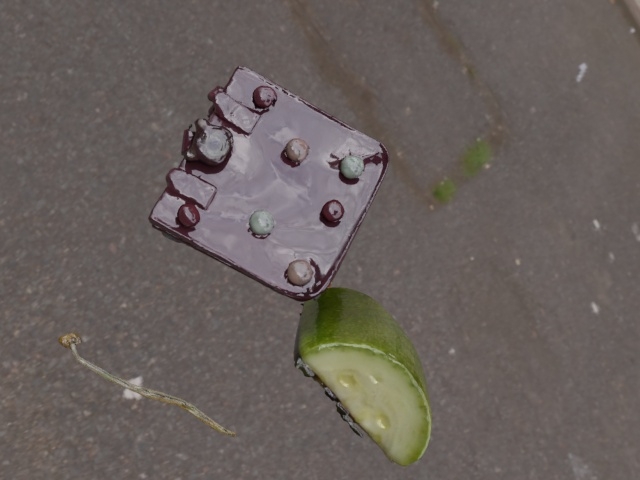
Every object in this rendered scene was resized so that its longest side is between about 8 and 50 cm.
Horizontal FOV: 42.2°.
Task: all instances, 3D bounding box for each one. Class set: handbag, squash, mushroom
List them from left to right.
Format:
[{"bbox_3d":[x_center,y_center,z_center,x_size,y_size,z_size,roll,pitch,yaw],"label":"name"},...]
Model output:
[{"bbox_3d":[-0.241,0.210,1.162,0.286,0.028,0.026,35,15,-14],"label":"mushroom"},{"bbox_3d":[-0.052,-0.060,0.893,0.216,0.074,0.203,29,77,-6],"label":"handbag"},{"bbox_3d":[0.059,0.131,0.961,0.169,0.093,0.252,48,8,-6],"label":"squash"}]

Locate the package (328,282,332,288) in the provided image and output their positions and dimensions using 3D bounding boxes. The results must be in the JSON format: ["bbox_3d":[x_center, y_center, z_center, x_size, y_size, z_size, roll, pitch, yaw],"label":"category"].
[{"bbox_3d":[0.000,0.002,1.077,0.108,0.031,0.120,52,46,-54],"label":"package"}]
